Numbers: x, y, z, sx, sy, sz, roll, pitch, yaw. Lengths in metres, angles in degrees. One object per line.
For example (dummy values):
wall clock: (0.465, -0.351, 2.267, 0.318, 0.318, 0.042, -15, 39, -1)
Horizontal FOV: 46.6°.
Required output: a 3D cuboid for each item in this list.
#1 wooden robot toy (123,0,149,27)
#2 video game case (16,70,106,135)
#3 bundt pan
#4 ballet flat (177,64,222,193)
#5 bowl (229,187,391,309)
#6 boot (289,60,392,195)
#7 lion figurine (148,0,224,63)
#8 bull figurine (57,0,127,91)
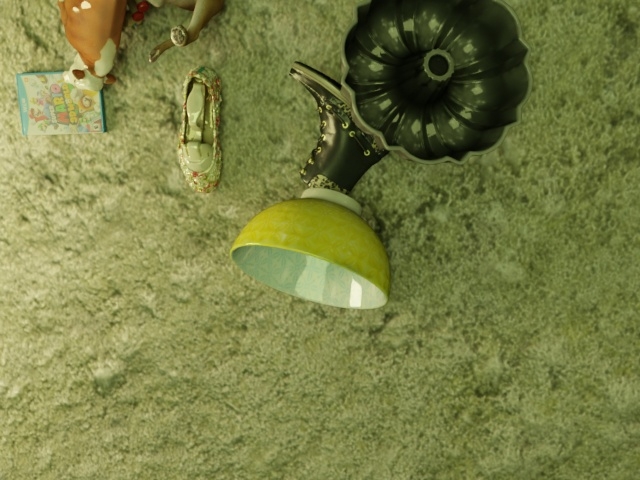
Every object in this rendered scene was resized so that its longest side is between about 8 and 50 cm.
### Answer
wooden robot toy: (-0.320, -0.434, 1.333, 0.076, 0.079, 0.173, 58, 139, 5)
video game case: (-0.498, -0.264, 1.429, 0.166, 0.015, 0.119, -1, 101, 7)
bundt pan: (0.181, -0.278, 1.253, 0.331, 0.124, 0.330, 1, 86, -10)
ballet flat: (-0.229, -0.202, 1.377, 0.091, 0.077, 0.240, 1, 102, 6)
bowl: (0.000, 0.000, 1.318, 0.290, 0.289, 0.156, 16, 72, 4)
boot: (0.004, -0.191, 1.344, 0.236, 0.085, 0.178, 37, 105, -5)
lion figurine: (-0.206, -0.509, 1.272, 0.142, 0.240, 0.392, 24, 119, 11)
bull figurine: (-0.403, -0.401, 1.292, 0.188, 0.101, 0.310, 59, 144, 10)
